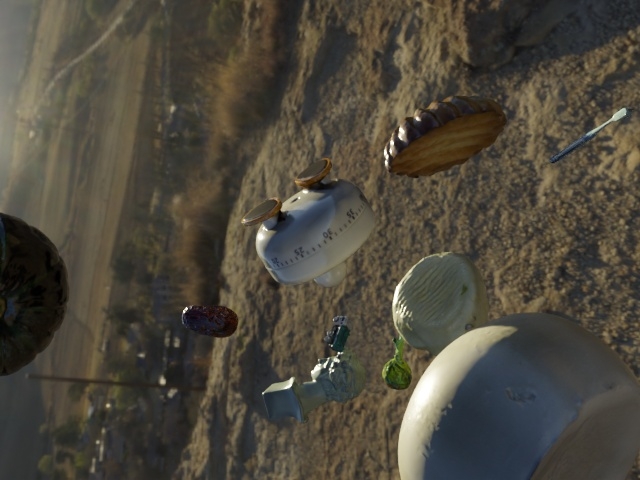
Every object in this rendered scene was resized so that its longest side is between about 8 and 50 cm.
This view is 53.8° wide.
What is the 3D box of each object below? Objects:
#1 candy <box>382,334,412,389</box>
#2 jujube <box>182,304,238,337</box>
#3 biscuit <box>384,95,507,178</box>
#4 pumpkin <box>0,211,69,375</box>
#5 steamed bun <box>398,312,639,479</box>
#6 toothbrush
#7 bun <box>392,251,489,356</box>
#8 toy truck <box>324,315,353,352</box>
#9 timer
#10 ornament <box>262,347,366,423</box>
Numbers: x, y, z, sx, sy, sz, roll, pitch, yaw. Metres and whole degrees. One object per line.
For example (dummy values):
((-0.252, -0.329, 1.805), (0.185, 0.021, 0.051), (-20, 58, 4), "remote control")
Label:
((0.211, 0.263, 1.661), (0.073, 0.077, 0.262), (-1, -84, -86), "candy")
((-0.253, 0.182, 1.448), (0.077, 0.129, 0.078), (-166, 90, -73), "jujube")
((0.311, -0.269, 1.615), (0.325, 0.325, 0.107), (-38, 66, 49), "biscuit")
((-0.510, 0.075, 0.932), (0.248, 0.247, 0.248), (-25, 61, 54), "pumpkin")
((0.235, 0.237, 0.781), (0.206, 0.324, 0.325), (36, 113, 47), "steamed bun")
((0.492, -0.190, 1.158), (0.219, 0.019, 0.016), (132, 125, -67), "toothbrush")
((0.302, 0.168, 1.555), (0.259, 0.160, 0.259), (-18, 52, 25), "bun")
((0.044, 0.205, 1.381), (0.044, 0.039, 0.083), (-9, 42, 38), "toy truck")
((0.000, 0.000, 1.190), (0.233, 0.240, 0.233), (-30, 18, 11), "timer")
((-0.013, 0.390, 1.633), (0.285, 0.130, 0.120), (-30, 4, 10), "ornament")
